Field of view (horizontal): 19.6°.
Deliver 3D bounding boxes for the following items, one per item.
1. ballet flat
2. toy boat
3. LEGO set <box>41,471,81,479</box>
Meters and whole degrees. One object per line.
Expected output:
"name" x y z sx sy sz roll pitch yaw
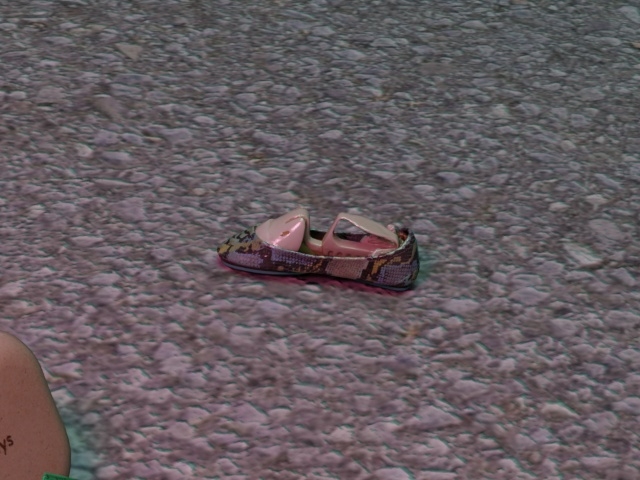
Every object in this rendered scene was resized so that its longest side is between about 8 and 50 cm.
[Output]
"ballet flat" 0.000 0.000 1.715 0.188 0.070 0.070 6 29 -4
"toy boat" -0.297 0.162 1.309 0.151 0.151 0.231 -10 16 35
"LEGO set" -0.071 0.292 1.120 0.331 0.192 0.255 3 57 12
